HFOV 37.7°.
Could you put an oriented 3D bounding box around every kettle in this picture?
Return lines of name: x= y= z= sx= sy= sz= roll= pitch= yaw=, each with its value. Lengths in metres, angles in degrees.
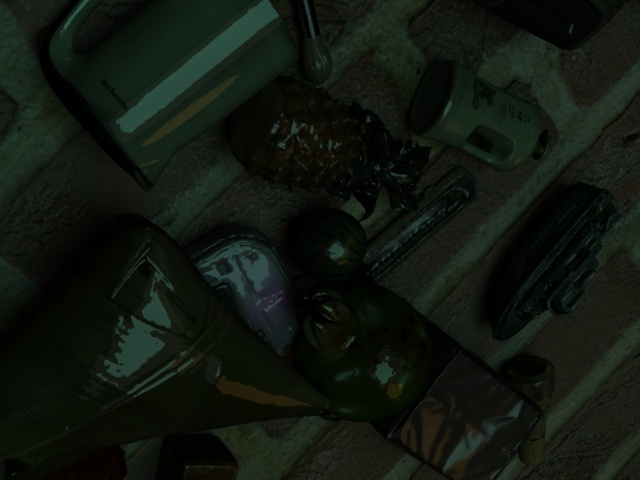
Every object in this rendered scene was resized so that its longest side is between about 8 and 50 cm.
kettle: x=-0.191 y=-0.224 z=1.119 sx=0.255 sy=0.165 sz=0.240 roll=-40 pitch=90 yaw=-5

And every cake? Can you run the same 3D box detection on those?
cake: x=-0.343 y=0.360 z=1.233 sx=0.220 sy=0.117 sz=0.086 roll=-28 pitch=123 yaw=-19

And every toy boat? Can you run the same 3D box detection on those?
toy boat: x=0.373 y=0.045 z=1.508 sx=0.296 sy=0.122 sz=0.114 roll=-53 pitch=145 yaw=-1

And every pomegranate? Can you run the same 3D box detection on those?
pomegranate: x=0.067 y=0.141 z=1.290 sx=0.190 sy=0.159 sz=0.240 roll=-37 pitch=129 yaw=-34

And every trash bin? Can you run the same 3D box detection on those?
trash bin: x=0.334 y=-0.432 z=1.306 sx=0.209 sy=0.182 sz=0.290 roll=17 pitch=91 yaw=-30

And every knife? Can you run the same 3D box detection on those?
knife: x=0.100 y=0.010 z=1.398 sx=0.365 sy=0.043 sz=0.089 roll=-37 pitch=118 yaw=-13

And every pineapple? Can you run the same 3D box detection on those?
pineapple: x=0.028 y=-0.110 z=1.270 sx=0.310 sy=0.141 sz=0.170 roll=16 pitch=68 yaw=-38

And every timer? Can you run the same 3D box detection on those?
timer: x=-0.122 y=0.094 z=1.284 sx=0.191 sy=0.069 sz=0.208 roll=-32 pitch=116 yaw=-7

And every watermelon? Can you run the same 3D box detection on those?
watermelon: x=0.000 y=0.000 z=1.314 sx=0.133 sy=0.105 sz=0.105 roll=28 pitch=92 yaw=4

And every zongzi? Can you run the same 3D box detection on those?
zongzi: x=-0.252 y=0.234 z=1.161 sx=0.447 sy=0.181 sz=0.418 roll=-46 pitch=112 yaw=1

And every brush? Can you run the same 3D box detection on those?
brush: x=-0.028 y=-0.349 z=1.226 sx=0.042 sy=0.039 sz=0.299 roll=-21 pitch=111 yaw=-25

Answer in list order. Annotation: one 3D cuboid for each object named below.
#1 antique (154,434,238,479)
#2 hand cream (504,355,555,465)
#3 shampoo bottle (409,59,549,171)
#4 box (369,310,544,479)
antique: x=-0.201 y=0.438 z=1.346 sx=0.087 sy=0.093 sz=0.309 roll=8 pitch=103 yaw=-29
hand cream: x=0.363 y=0.299 z=1.608 sx=0.084 sy=0.084 sz=0.203 roll=-19 pitch=117 yaw=-21
shampoo bottle: x=0.251 y=-0.172 z=1.393 sx=0.234 sy=0.087 sz=0.118 roll=20 pitch=92 yaw=-31
box: x=0.192 y=0.254 z=1.461 sx=0.252 sy=0.153 sz=0.188 roll=41 pitch=85 yaw=-32
